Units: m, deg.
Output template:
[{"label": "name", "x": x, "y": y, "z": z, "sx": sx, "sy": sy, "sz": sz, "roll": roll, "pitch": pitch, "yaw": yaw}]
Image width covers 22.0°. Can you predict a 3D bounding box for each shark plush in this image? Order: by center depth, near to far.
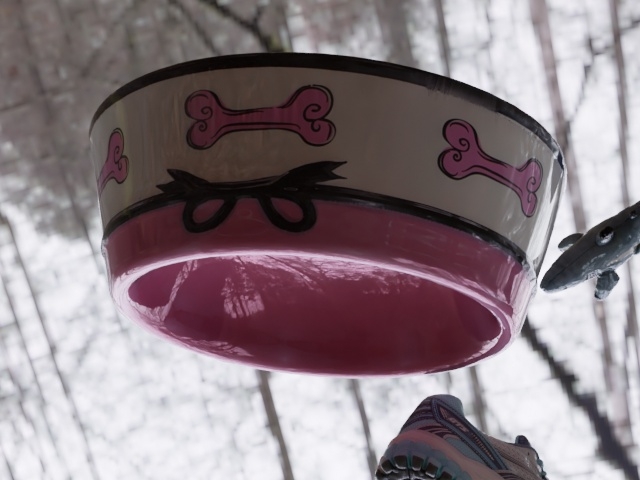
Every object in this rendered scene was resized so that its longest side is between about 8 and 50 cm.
[{"label": "shark plush", "x": 0.283, "y": 0.002, "z": 1.573, "sx": 0.161, "sy": 0.073, "sz": 0.067, "roll": -32, "pitch": 161, "yaw": 28}]

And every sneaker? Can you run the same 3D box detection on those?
[{"label": "sneaker", "x": 0.184, "y": 0.241, "z": 1.480, "sx": 0.110, "sy": 0.283, "sz": 0.122, "roll": -36, "pitch": -161, "yaw": 43}]

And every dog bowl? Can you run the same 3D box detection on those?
[{"label": "dog bowl", "x": 0.000, "y": 0.000, "z": 1.380, "sx": 0.408, "sy": 0.408, "sz": 0.150, "roll": -3, "pitch": -112, "yaw": 20}]
